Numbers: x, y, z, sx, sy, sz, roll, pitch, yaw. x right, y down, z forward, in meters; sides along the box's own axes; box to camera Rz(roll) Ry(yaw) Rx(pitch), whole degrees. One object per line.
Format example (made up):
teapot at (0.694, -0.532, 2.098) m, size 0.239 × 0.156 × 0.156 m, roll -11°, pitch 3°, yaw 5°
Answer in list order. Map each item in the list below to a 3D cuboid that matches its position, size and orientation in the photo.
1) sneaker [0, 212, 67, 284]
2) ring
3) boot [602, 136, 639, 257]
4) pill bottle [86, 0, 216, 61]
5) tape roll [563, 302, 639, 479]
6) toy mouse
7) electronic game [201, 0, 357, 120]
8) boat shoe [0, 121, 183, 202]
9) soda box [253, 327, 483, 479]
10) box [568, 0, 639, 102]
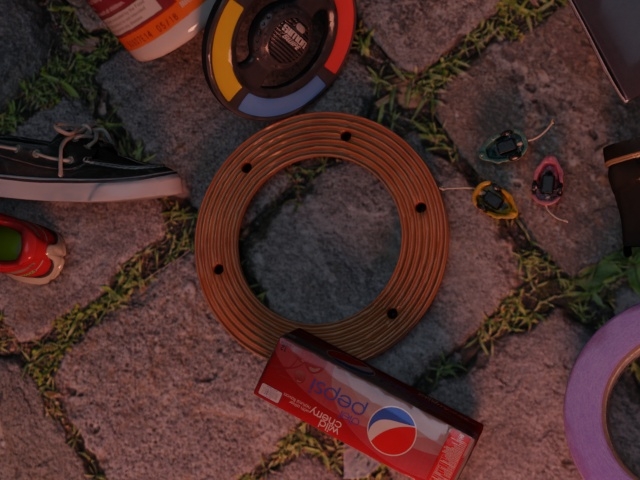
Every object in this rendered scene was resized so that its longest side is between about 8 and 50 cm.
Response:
sneaker at (-0.482, -0.012, 1.761) m, size 0.279 × 0.118 × 0.107 m, roll 8°, pitch 82°, yaw 17°
ring at (0.000, 0.000, 1.672) m, size 0.337 × 0.032 × 0.336 m, roll -3°, pitch 79°, yaw 16°
boot at (0.438, -0.061, 1.531) m, size 0.198 × 0.077 × 0.137 m, roll -12°, pitch 81°, yaw 39°
pill bottle at (-0.266, -0.439, 1.627) m, size 0.224 × 0.224 × 0.392 m, roll -37°, pitch 110°, yaw 7°
tape roll at (0.420, 0.201, 1.489) m, size 0.275 × 0.090 × 0.274 m, roll -3°, pitch 79°, yaw 15°
toy mouse at (0.253, -0.087, 1.616) m, size 0.161 × 0.031 × 0.143 m, roll 29°, pitch 89°, yaw 18°
electronic game at (-0.049, -0.257, 1.633) m, size 0.229 × 0.229 × 0.048 m, roll -53°, pitch 47°, yaw 2°
boat shoe at (-0.326, -0.106, 1.738) m, size 0.306 × 0.113 × 0.104 m, roll 4°, pitch 96°, yaw 25°
soda box at (0.059, 0.204, 1.569) m, size 0.263 × 0.092 × 0.083 m, roll 28°, pitch 98°, yaw 12°
box at (0.449, -0.310, 1.414) m, size 0.343 × 0.312 × 0.179 m, roll -29°, pitch 89°, yaw 19°
